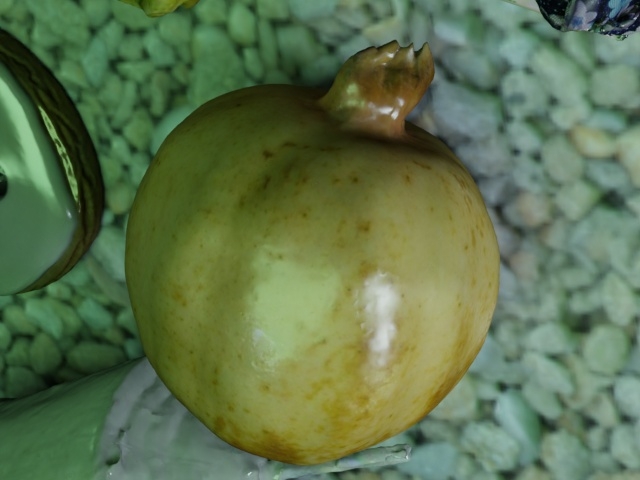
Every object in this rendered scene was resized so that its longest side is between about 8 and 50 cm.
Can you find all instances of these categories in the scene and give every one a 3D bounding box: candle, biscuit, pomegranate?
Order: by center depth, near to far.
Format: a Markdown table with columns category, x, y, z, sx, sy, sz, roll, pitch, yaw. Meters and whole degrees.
| category | x | y | z | sx | sy | sz | roll | pitch | yaw |
| --- | --- | --- | --- | --- | --- | --- | --- | --- | --- |
| pomegranate | -0.006 | 0.015 | 0.955 | 0.207 | 0.207 | 0.207 | 13 | 118 | 25 |
| candle | -0.108 | 0.163 | 1.098 | 0.330 | 0.187 | 0.187 | -19 | 102 | 33 |
| biscuit | -0.236 | -0.054 | 1.148 | 0.208 | 0.049 | 0.181 | 39 | 127 | 10 |

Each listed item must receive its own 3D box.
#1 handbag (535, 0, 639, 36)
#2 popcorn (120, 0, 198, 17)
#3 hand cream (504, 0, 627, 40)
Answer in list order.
| category | x | y | z | sx | sy | sz | roll | pitch | yaw |
| --- | --- | --- | --- | --- | --- | --- | --- | --- | --- |
| handbag | 0.110 | -0.222 | 0.785 | 0.208 | 0.126 | 0.229 | 49 | 141 | 46 |
| popcorn | -0.090 | -0.203 | 0.929 | 0.197 | 0.155 | 0.198 | 9 | 123 | 14 |
| hand cream | 0.096 | -0.150 | 0.923 | 0.143 | 0.039 | 0.061 | 17 | 112 | 12 |
